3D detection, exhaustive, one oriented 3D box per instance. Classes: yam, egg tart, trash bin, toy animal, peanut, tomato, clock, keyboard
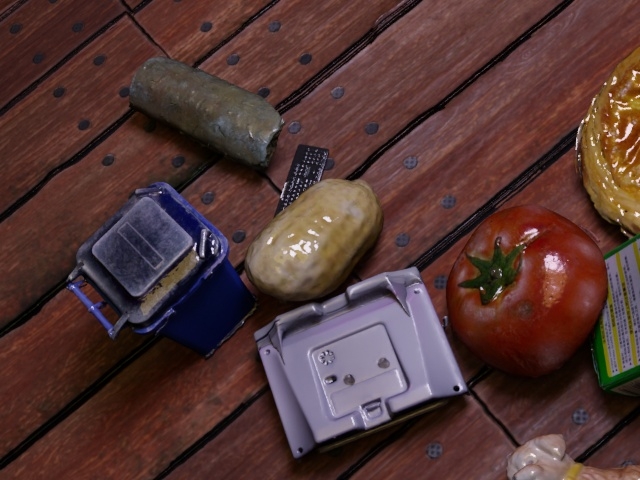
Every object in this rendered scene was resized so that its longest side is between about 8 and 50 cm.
[{"bbox_3d":[-0.160,-0.190,1.440,0.259,0.106,0.106,27,78,19],"label":"yam"},{"bbox_3d":[0.473,-0.114,1.242,0.297,0.132,0.297,-6,77,25],"label":"egg tart"},{"bbox_3d":[-0.195,0.059,1.278,0.184,0.234,0.162,-45,64,-5],"label":"trash bin"},{"bbox_3d":[0.325,0.280,1.149,0.185,0.104,0.184,22,46,39],"label":"toy animal"},{"bbox_3d":[0.000,0.000,1.295,0.129,0.129,0.224,39,64,24],"label":"peanut"},{"bbox_3d":[0.236,0.055,1.203,0.225,0.085,0.225,-18,64,43],"label":"tomato"},{"bbox_3d":[0.050,0.156,1.259,0.253,0.083,0.186,-23,66,5],"label":"clock"},{"bbox_3d":[-0.031,-0.068,1.408,0.053,0.010,0.155,11,72,20],"label":"keyboard"}]

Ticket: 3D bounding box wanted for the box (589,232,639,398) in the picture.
[{"bbox_3d":[0.409,0.074,1.107,0.103,0.250,0.180,6,66,-20],"label":"box"}]
